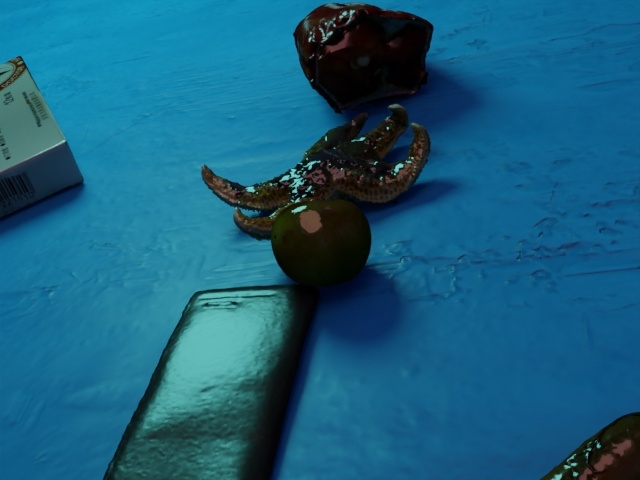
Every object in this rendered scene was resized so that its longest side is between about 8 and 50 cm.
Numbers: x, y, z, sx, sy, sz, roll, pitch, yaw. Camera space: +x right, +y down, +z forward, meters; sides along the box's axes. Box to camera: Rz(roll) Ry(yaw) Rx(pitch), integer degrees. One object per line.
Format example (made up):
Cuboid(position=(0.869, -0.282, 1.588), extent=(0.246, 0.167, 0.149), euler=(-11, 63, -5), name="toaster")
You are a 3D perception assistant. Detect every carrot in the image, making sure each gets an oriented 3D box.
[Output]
Cuboid(position=(0.113, 0.186, 0.571), extent=(0.254, 0.049, 0.049), euler=(-33, 37, -14), name="carrot")

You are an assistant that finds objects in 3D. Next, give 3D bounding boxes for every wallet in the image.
Cuboid(position=(-0.080, 0.117, 0.766), extent=(0.124, 0.025, 0.244), euler=(-3, 35, 16), name="wallet")

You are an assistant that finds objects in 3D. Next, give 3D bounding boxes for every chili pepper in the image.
Cuboid(position=(0.038, -0.244, 1.148), extent=(0.144, 0.136, 0.252), euler=(-44, 26, 9), name="chili pepper")

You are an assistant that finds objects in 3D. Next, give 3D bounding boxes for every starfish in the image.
Cuboid(position=(-0.005, -0.064, 0.955), extent=(0.216, 0.071, 0.238), euler=(-1, 28, 32), name="starfish")

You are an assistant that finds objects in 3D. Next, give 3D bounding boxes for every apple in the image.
Cuboid(position=(0.000, 0.000, 0.841), extent=(0.089, 0.074, 0.089), euler=(-1, 8, 0), name="apple")

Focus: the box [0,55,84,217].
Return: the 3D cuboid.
Cuboid(position=(-0.450, -0.124, 1.240), extent=(0.214, 0.069, 0.353), euler=(-26, 34, -11), name="box")
